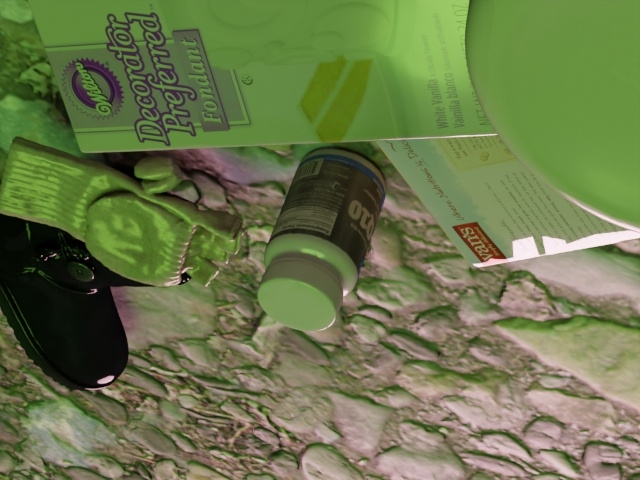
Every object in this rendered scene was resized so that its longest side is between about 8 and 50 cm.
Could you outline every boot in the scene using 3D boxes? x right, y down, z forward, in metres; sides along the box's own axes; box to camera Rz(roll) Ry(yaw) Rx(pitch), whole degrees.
[{"bbox_3d":[-0.193,0.041,1.519,0.207,0.094,0.246,-6,130,36],"label":"boot"}]

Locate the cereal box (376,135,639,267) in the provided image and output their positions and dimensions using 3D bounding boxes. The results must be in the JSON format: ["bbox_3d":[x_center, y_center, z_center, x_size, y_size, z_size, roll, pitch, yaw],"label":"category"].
[{"bbox_3d":[0.177,-0.065,1.254,0.240,0.047,0.173,-10,133,35],"label":"cereal box"}]

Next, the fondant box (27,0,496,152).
[{"bbox_3d":[-0.038,-0.186,1.116,0.330,0.096,0.238,0,122,27],"label":"fondant box"}]

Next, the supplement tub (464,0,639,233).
[{"bbox_3d":[0.219,-0.183,0.854,0.235,0.325,0.235,13,143,10],"label":"supplement tub"}]

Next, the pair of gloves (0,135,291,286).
[{"bbox_3d":[-0.138,-0.070,1.334,0.204,0.042,0.240,25,122,-8],"label":"pair of gloves"}]

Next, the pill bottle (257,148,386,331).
[{"bbox_3d":[0.000,0.000,1.343,0.078,0.137,0.078,13,143,10],"label":"pill bottle"}]
